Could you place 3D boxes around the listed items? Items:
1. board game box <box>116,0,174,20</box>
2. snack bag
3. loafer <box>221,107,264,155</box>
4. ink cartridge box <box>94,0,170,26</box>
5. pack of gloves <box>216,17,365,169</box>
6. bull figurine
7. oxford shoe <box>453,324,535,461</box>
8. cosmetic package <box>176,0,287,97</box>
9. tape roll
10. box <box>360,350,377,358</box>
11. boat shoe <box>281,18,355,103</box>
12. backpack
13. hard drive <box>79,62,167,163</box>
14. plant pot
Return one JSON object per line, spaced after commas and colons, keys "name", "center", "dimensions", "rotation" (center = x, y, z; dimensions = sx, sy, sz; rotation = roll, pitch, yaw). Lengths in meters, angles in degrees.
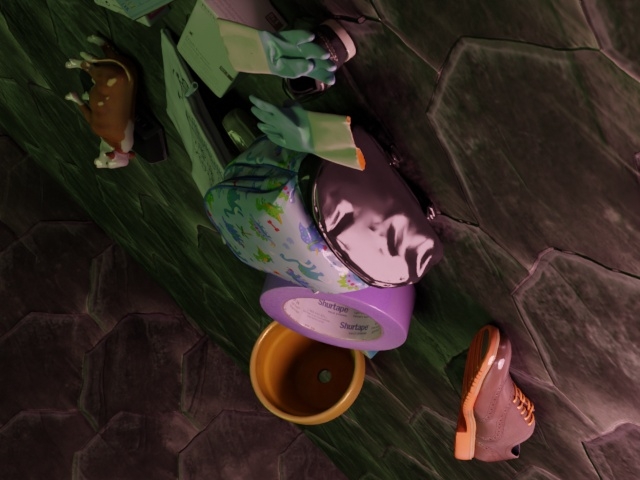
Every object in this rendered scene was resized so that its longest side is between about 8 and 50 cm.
{"name": "board game box", "center": [-0.272, -0.437, 1.576], "dimensions": [0.145, 0.027, 0.281], "rotation": [48, 152, -25]}
{"name": "snack bag", "center": [-0.239, -0.197, 1.915], "dimensions": [0.323, 0.037, 0.342], "rotation": [103, 143, -67]}
{"name": "loafer", "center": [-0.103, -0.097, 1.835], "dimensions": [0.319, 0.111, 0.112], "rotation": [60, -173, -31]}
{"name": "ink cartridge box", "center": [-0.386, -0.521, 1.709], "dimensions": [0.186, 0.065, 0.311], "rotation": [29, 158, 40]}
{"name": "pack of gloves", "center": [-0.031, -0.210, 1.366], "dimensions": [0.232, 0.046, 0.195], "rotation": [21, 137, 46]}
{"name": "bull figurine", "center": [-0.474, -0.301, 2.216], "dimensions": [0.188, 0.101, 0.310], "rotation": [40, 138, 14]}
{"name": "oxford shoe", "center": [0.311, 0.269, 1.740], "dimensions": [0.132, 0.130, 0.364], "rotation": [9, 144, 9]}
{"name": "cosmetic package", "center": [-0.142, -0.315, 1.550], "dimensions": [0.117, 0.085, 0.231], "rotation": [48, 163, -4]}
{"name": "tape roll", "center": [0.032, 0.107, 1.826], "dimensions": [0.274, 0.090, 0.275], "rotation": [13, 155, 6]}
{"name": "box", "center": [0.060, 0.133, 2.056], "dimensions": [0.100, 0.060, 0.244], "rotation": [32, 156, 39]}
{"name": "boat shoe", "center": [-0.024, -0.244, 1.442], "dimensions": [0.084, 0.079, 0.233], "rotation": [47, 164, -4]}
{"name": "backpack", "center": [-0.021, -0.058, 1.601], "dimensions": [0.290, 0.273, 0.355], "rotation": [53, 173, -33]}
{"name": "hard drive", "center": [-0.469, -0.297, 2.373], "dimensions": [0.254, 0.054, 0.172], "rotation": [43, 161, 13]}
{"name": "plant pot", "center": [-0.012, 0.303, 2.321], "dimensions": [0.254, 0.254, 0.239], "rotation": [41, 177, 19]}
